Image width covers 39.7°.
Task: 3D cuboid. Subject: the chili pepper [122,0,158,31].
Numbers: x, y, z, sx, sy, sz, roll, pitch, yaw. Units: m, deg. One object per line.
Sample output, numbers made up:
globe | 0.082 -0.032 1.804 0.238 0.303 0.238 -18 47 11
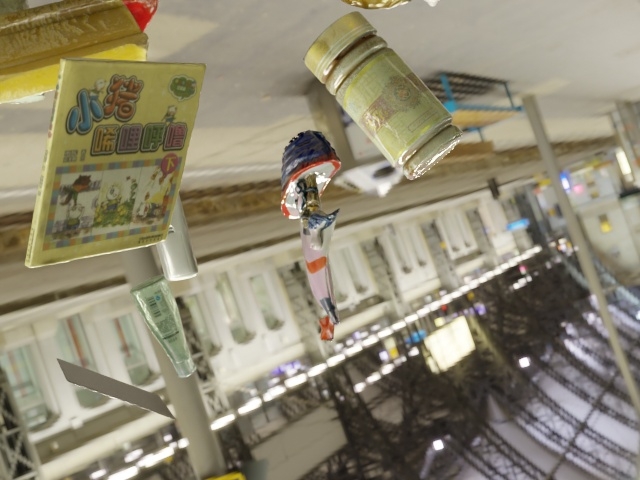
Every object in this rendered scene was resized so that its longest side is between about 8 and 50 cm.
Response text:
chili pepper | -0.264 -0.241 1.065 0.191 0.059 0.050 -40 -157 -3

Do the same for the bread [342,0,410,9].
bread | 0.100 -0.553 1.632 0.228 0.142 0.253 17 155 -2

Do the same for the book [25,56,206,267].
book | -0.186 -0.073 0.816 0.013 0.192 0.168 28 -157 29

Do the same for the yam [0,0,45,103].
yam | -0.589 -0.391 1.567 0.168 0.304 0.168 -12 -179 0

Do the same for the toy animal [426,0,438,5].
toy animal | 0.197 -0.486 1.384 0.265 0.206 0.272 -9 -160 46

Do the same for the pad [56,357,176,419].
pad | -0.368 0.267 1.593 0.211 0.003 0.143 27 178 -25

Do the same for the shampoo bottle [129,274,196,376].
shampoo bottle | -0.276 0.159 1.608 0.069 0.190 0.041 -27 -162 -16

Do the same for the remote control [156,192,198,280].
remote control | -0.214 -0.024 1.246 0.050 0.184 0.027 -12 -155 -3

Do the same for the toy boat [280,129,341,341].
toy boat | -0.010 -0.012 1.379 0.072 0.318 0.219 -6 -174 -18

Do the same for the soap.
soap | -0.297 -0.179 0.854 0.252 0.092 0.037 -19 147 -21

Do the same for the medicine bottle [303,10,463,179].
medicine bottle | 0.126 -0.283 1.751 0.151 0.322 0.151 -39 173 -6
